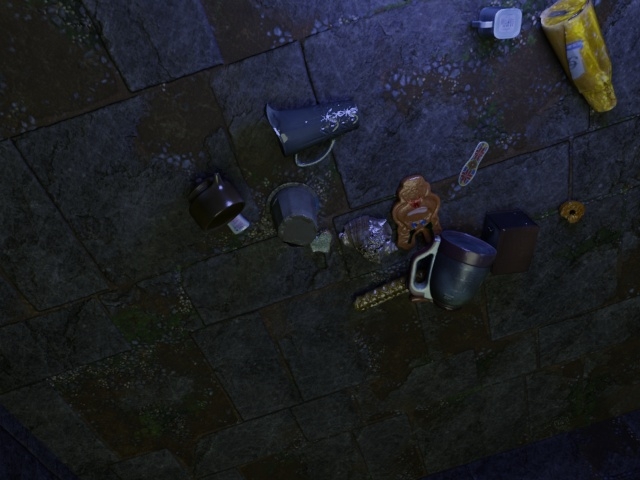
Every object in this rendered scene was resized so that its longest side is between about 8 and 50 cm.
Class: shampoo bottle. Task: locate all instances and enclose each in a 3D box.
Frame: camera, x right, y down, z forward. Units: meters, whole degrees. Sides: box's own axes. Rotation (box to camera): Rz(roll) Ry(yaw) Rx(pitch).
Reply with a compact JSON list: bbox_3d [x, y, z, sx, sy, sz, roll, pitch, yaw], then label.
[{"bbox_3d":[-0.328,-0.078,1.831,0.072,0.043,0.099,-32,121,10],"label":"shampoo bottle"}]

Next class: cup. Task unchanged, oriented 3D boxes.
[{"bbox_3d":[0.562,-0.702,1.552,0.128,0.129,0.095,-5,116,-3],"label":"cup"}]

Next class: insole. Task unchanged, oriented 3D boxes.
[{"bbox_3d":[0.596,-0.298,1.881,0.065,0.006,0.194,16,118,-19],"label":"insole"}]

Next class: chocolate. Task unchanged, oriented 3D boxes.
[{"bbox_3d":[0.918,-0.620,1.646,0.162,0.162,0.445,-39,121,14],"label":"chocolate"}]

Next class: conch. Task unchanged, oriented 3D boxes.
[{"bbox_3d":[0.196,-0.008,1.935,0.245,0.163,0.179,14,86,1],"label":"conch"}]

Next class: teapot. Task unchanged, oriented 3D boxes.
[{"bbox_3d":[0.515,0.132,1.975,0.314,0.233,0.313,16,109,-1],"label":"teapot"},{"bbox_3d":[-0.392,-0.141,1.717,0.175,0.185,0.268,53,138,8],"label":"teapot"}]

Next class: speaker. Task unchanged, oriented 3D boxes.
[{"bbox_3d":[0.784,0.009,2.019,0.192,0.153,0.231,-7,123,-7],"label":"speaker"}]

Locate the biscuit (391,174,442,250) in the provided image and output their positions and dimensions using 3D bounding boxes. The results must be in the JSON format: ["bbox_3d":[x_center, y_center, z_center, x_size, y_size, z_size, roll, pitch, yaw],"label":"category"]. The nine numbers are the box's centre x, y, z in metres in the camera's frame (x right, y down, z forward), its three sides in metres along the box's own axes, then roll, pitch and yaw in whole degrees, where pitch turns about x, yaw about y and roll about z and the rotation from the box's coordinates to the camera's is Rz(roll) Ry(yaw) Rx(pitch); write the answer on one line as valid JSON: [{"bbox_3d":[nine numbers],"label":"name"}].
[{"bbox_3d":[0.387,-0.108,1.938,0.201,0.047,0.334,-14,123,-1],"label":"biscuit"}]

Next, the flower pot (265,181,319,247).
[{"bbox_3d":[-0.098,-0.078,1.783,0.212,0.203,0.213,-3,125,-5],"label":"flower pot"}]

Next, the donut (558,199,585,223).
[{"bbox_3d":[1.070,-0.129,2.049,0.108,0.043,0.097,36,110,-26],"label":"donut"}]

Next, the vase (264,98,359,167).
[{"bbox_3d":[-0.020,-0.382,1.643,0.300,0.156,0.251,-17,120,-6],"label":"vase"}]

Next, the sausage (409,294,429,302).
[{"bbox_3d":[0.497,0.264,2.194,0.186,0.043,0.043,1,121,-11],"label":"sausage"}]

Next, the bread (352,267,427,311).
[{"bbox_3d":[0.313,0.218,2.111,0.367,0.077,0.084,-26,121,5],"label":"bread"}]

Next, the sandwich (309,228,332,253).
[{"bbox_3d":[0.000,0.000,1.942,0.093,0.036,0.105,8,119,-14],"label":"sandwich"}]
